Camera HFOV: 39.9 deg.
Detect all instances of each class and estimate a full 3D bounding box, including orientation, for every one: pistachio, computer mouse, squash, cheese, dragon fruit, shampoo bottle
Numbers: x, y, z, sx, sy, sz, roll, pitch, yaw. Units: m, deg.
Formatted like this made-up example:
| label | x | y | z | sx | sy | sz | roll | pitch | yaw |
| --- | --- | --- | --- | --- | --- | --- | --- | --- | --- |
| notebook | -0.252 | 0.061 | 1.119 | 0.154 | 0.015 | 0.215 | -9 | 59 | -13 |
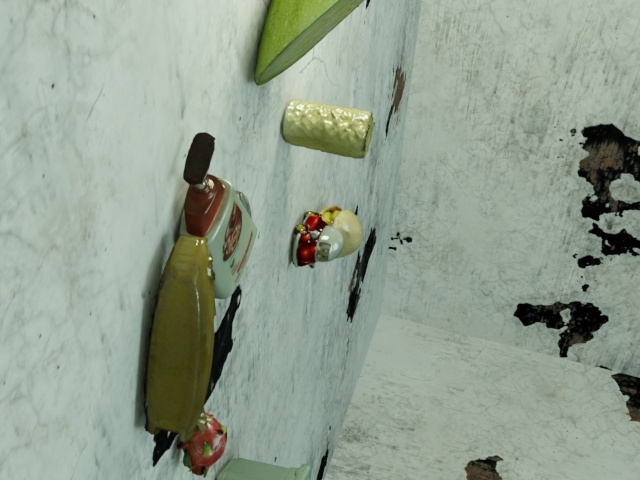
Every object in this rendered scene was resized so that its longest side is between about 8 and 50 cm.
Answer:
| label | x | y | z | sx | sy | sz | roll | pitch | yaw |
| --- | --- | --- | --- | --- | --- | --- | --- | --- | --- |
| pistachio | 0.044 | -0.014 | 2.251 | 0.200 | 0.117 | 0.145 | 38 | 71 | -78 |
| computer mouse | -0.137 | -0.034 | 1.484 | 0.066 | 0.039 | 0.096 | 55 | 49 | -76 |
| squash | 0.006 | -0.360 | 1.439 | 0.189 | 0.189 | 0.260 | 62 | 37 | -74 |
| cheese | 0.017 | -0.217 | 1.720 | 0.123 | 0.167 | 0.093 | -1 | 102 | -82 |
| dragon fruit | -0.203 | 0.351 | 1.506 | 0.086 | 0.081 | 0.116 | -78 | 180 | -84 |
| shampoo bottle | -0.156 | -0.035 | 1.292 | 0.284 | 0.071 | 0.153 | 85 | 24 | -60 |

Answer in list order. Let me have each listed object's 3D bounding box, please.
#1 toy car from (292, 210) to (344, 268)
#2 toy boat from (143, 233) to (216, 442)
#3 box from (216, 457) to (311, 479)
| label | x | y | z | sx | sy | sz | roll | pitch | yaw |
| --- | --- | --- | --- | --- | --- | --- | --- | --- | --- |
| toy car | 0.000 | 0.000 | 2.051 | 0.139 | 0.112 | 0.112 | -64 | 163 | -48 |
| toy boat | -0.195 | 0.142 | 1.271 | 0.121 | 0.089 | 0.321 | -67 | 165 | -67 |
| box | -0.143 | 0.618 | 1.871 | 0.175 | 0.183 | 0.311 | -33 | 136 | -76 |
